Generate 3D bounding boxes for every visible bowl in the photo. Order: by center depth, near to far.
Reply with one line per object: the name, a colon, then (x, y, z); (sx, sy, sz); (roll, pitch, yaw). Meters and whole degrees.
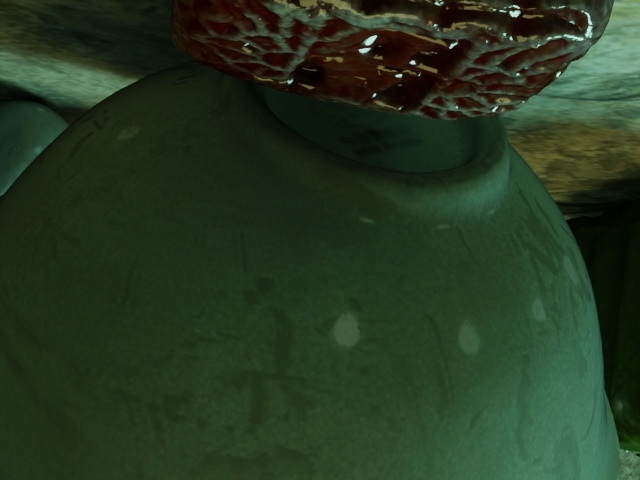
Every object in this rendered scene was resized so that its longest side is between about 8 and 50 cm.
bowl: (0.000, 0.000, 0.636); (0.313, 0.146, 0.313); (12, -147, -8)

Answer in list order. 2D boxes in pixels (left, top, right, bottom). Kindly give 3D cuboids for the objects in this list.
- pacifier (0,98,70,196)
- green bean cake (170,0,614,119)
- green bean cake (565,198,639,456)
pacifier: (-0.231, -0.022, 0.808); (0.225, 0.238, 0.287); (-24, -153, -29)
green bean cake: (0.019, -0.081, 0.506); (0.135, 0.056, 0.135); (8, 170, -7)
green bean cake: (0.266, 0.062, 0.888); (0.246, 0.156, 0.250); (11, 171, -13)
